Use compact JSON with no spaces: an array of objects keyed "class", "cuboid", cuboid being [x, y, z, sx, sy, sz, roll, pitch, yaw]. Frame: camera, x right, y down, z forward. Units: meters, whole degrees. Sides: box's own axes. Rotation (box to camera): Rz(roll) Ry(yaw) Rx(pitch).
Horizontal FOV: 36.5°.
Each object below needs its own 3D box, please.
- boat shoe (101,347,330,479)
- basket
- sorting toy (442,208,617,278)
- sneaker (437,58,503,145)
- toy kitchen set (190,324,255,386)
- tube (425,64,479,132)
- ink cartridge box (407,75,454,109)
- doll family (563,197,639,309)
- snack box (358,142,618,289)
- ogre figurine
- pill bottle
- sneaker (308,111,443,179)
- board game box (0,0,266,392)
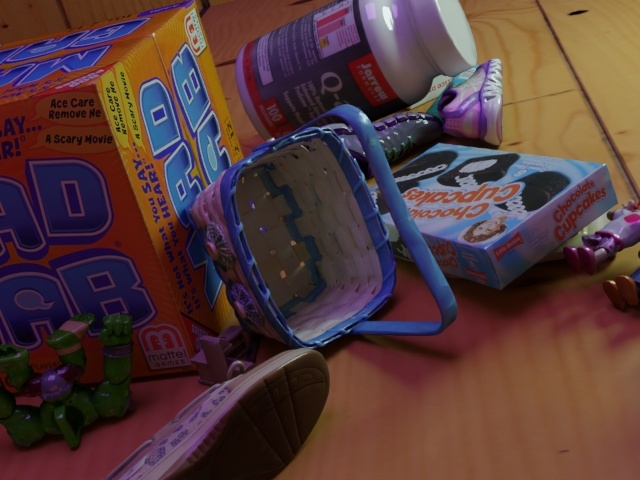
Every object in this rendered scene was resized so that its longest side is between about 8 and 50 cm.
[{"class":"boat shoe","cuboid":[-0.107,0.188,0.900,0.089,0.105,0.285,15,39,44]},{"class":"basket","cuboid":[0.000,0.000,1.072,0.289,0.255,0.201,-16,13,47]},{"class":"sorting toy","cuboid":[0.255,-0.024,1.207,0.208,0.038,0.193,-8,26,17]},{"class":"sneaker","cuboid":[0.242,-0.227,1.560,0.104,0.095,0.236,-1,28,12]},{"class":"toy kitchen set","cuboid":[-0.094,0.119,1.080,0.083,0.068,0.075,6,33,39]},{"class":"tube","cuboid":[0.228,-0.236,1.664,0.080,0.052,0.207,-4,32,35]},{"class":"ink cartridge box","cuboid":[0.176,-0.354,1.765,0.139,0.191,0.082,-28,28,-23]},{"class":"doll family","cuboid":[0.383,0.017,0.990,0.163,0.118,0.263,-29,9,-13]},{"class":"snack box","cuboid":[0.179,-0.041,1.187,0.187,0.060,0.322,-34,23,-20]},{"class":"ogre figurine","cuboid":[-0.289,0.158,1.058,0.197,0.118,0.097,-24,22,-21]},{"class":"pill bottle","cuboid":[0.058,-0.298,1.614,0.363,0.210,0.210,-21,21,24]},{"class":"sneaker","cuboid":[0.096,-0.137,1.531,0.223,0.083,0.098,-10,60,-12]},{"class":"board game box","cuboid":[-0.317,-0.058,1.240,0.356,0.357,0.356,-9,25,16]}]
